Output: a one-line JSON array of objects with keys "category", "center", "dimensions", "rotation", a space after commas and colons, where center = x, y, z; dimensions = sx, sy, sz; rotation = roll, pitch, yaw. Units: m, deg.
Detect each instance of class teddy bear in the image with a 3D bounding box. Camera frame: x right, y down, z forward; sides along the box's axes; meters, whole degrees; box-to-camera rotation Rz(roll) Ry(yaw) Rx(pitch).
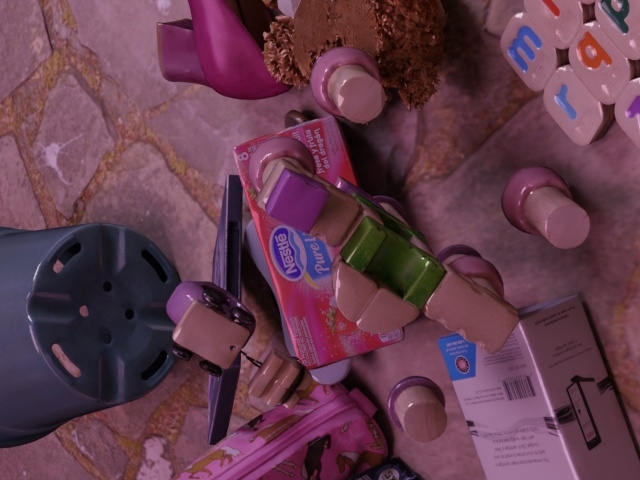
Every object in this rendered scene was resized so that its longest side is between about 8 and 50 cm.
[{"category": "teddy bear", "center": [0.032, -0.235, 1.585], "dimensions": [0.338, 0.113, 0.245], "rotation": [-15, 86, 66]}]

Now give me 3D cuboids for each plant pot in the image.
[{"category": "plant pot", "center": [-0.387, 0.120, 2.211], "dimensions": [0.334, 0.341, 0.341], "rotation": [-14, 94, 50]}]

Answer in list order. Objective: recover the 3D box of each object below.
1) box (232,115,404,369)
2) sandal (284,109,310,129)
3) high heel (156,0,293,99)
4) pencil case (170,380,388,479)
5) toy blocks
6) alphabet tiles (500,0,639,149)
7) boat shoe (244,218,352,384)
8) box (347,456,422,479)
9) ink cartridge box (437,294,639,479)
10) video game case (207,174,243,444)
[{"category": "box", "center": [0.000, 0.000, 1.677], "dimensions": [0.128, 0.122, 0.257], "rotation": [-63, -45, -86]}, {"category": "sandal", "center": [-0.020, -0.062, 1.785], "dimensions": [0.072, 0.049, 0.180], "rotation": [24, 127, 50]}, {"category": "high heel", "center": [-0.108, -0.350, 1.740], "dimensions": [0.181, 0.127, 0.377], "rotation": [11, 117, 34]}, {"category": "pencil case", "center": [-0.102, 0.303, 1.796], "dimensions": [0.167, 0.386, 0.160], "rotation": [9, 124, 55]}, {"category": "toy blocks", "center": [0.044, 0.004, 1.453], "dimensions": [0.309, 0.288, 0.260], "rotation": [-57, 13, 8]}, {"category": "alphabet tiles", "center": [0.250, -0.218, 1.319], "dimensions": [0.278, 0.021, 0.284], "rotation": [55, 145, 24]}, {"category": "boat shoe", "center": [-0.022, 0.073, 1.842], "dimensions": [0.228, 0.080, 0.076], "rotation": [59, -174, 19]}, {"category": "box", "center": [0.098, 0.377, 1.810], "dimensions": [0.147, 0.077, 0.180], "rotation": [37, 135, 42]}, {"category": "ink cartridge box", "center": [0.218, 0.171, 1.512], "dimensions": [0.148, 0.086, 0.203], "rotation": [-20, 90, 59]}, {"category": "video game case", "center": [-0.117, 0.085, 1.881], "dimensions": [0.196, 0.026, 0.274], "rotation": [104, 166, -54]}]
